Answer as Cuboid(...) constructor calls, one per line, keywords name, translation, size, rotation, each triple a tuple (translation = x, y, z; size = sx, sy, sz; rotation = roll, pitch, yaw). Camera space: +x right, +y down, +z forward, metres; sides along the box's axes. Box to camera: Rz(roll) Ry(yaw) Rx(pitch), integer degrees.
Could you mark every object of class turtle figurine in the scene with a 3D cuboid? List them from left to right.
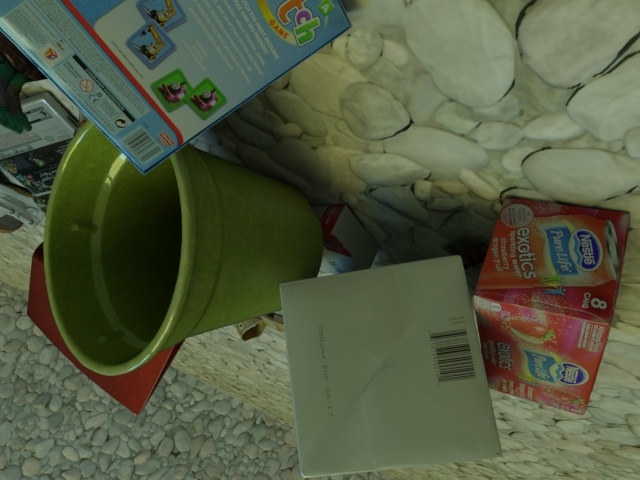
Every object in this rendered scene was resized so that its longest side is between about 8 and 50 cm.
Cuboid(name="turtle figurine", translation=(-0.214, -0.204, 0.445), size=(0.118, 0.234, 0.175), rotation=(37, 178, -8))

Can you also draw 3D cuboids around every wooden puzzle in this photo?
Cuboid(name="wooden puzzle", translation=(0.187, 0.013, 0.655), size=(0.049, 0.006, 0.083), rotation=(30, 154, -7))

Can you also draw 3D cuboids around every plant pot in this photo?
Cuboid(name="plant pot", translation=(-0.303, 0.068, 0.832), size=(0.236, 0.267, 0.267), rotation=(30, 132, -7))
Cuboid(name="plant pot", translation=(-0.141, 0.002, 0.623), size=(0.276, 0.275, 0.254), rotation=(3, 180, 39))

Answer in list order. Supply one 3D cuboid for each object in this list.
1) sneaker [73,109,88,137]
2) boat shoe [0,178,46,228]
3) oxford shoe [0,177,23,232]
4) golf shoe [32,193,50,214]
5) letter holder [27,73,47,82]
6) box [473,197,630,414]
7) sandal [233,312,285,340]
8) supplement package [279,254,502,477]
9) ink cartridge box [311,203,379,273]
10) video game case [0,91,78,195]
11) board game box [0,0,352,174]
Cuboid(name="sneaker", translation=(-0.277, -0.169, 0.685), size=(0.225, 0.088, 0.092), rotation=(-6, 117, 50))
Cuboid(name="boat shoe", translation=(-0.695, -0.085, 1.089), size=(0.098, 0.096, 0.277), rotation=(25, 176, 26))
Cuboid(name="oxford shoe", translation=(-0.779, -0.134, 1.143), size=(0.133, 0.129, 0.363), rotation=(6, 148, 25))
Cuboid(name="golf shoe", translation=(-0.527, -0.101, 1.013), size=(0.176, 0.069, 0.086), rotation=(48, 170, 17))
Cuboid(name="letter holder", translation=(-0.405, -0.254, 0.579), size=(0.302, 0.214, 0.151), rotation=(10, 118, 31))
Cuboid(name="box", translation=(0.256, 0.084, 0.585), size=(0.123, 0.128, 0.257), rotation=(12, 150, 28))
Cuboid(name="sandal", translation=(-0.164, 0.209, 1.258), size=(0.240, 0.079, 0.088), rotation=(12, 151, 27))
Cuboid(name="supplement package", translation=(0.086, 0.151, 0.638), size=(0.198, 0.199, 0.262), rotation=(-10, 165, 9))
Cuboid(name="ink cartridge box", translation=(0.000, 0.000, 0.747), size=(0.135, 0.056, 0.099), rotation=(0, 143, 42))
Cuboid(name="video game case", translation=(-0.464, -0.152, 0.861), size=(0.191, 0.022, 0.173), rotation=(-10, 140, 19))
Cuboid(name="board game box", translation=(-0.100, -0.169, 0.382), size=(0.160, 0.212, 0.039), rotation=(54, -176, -43))
